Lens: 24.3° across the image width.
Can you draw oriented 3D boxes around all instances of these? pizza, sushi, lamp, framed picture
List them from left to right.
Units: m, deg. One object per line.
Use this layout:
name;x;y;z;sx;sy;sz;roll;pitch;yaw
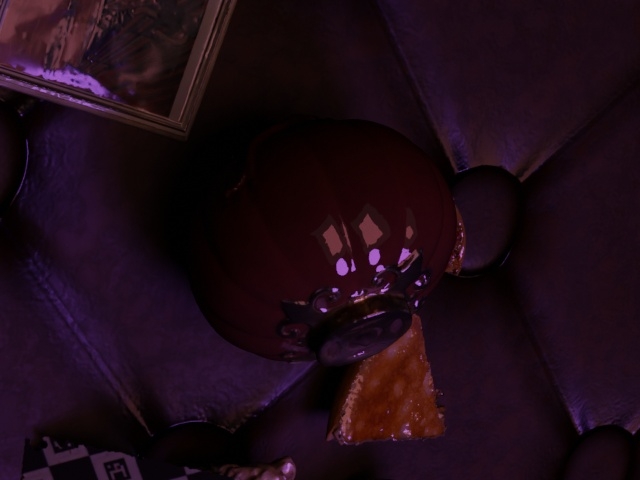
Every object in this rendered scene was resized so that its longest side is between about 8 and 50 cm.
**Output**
framed picture;-0.213;-0.233;1.539;0.273;0.016;0.216;15;98;-37
sushi;-0.201;0.353;1.672;0.290;0.050;0.264;9;104;5
lamp;0.000;0.000;1.613;0.303;0.257;0.303;-21;156;-10
pizza;0.087;0.200;1.878;0.201;0.053;0.193;-52;127;-22
pizza;0.158;0.011;1.877;0.100;0.029;0.099;-47;127;-11

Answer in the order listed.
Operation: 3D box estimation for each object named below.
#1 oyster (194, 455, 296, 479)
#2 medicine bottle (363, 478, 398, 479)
oyster;-0.126;0.401;1.764;0.238;0.115;0.351;21;100;-38
medicine bottle;0.085;0.486;1.897;0.190;0.190;0.332;-26;120;-25
